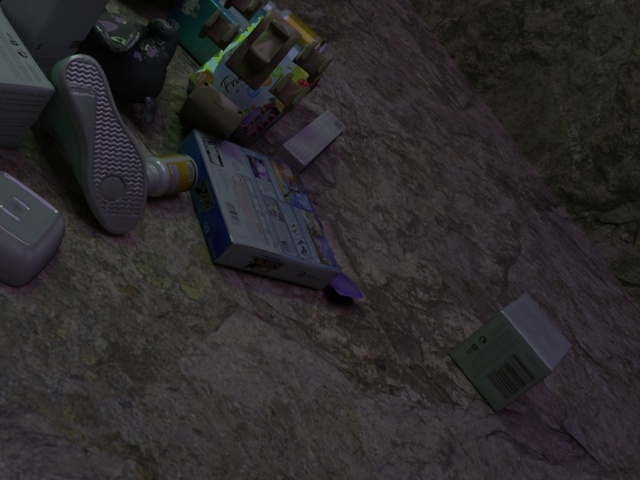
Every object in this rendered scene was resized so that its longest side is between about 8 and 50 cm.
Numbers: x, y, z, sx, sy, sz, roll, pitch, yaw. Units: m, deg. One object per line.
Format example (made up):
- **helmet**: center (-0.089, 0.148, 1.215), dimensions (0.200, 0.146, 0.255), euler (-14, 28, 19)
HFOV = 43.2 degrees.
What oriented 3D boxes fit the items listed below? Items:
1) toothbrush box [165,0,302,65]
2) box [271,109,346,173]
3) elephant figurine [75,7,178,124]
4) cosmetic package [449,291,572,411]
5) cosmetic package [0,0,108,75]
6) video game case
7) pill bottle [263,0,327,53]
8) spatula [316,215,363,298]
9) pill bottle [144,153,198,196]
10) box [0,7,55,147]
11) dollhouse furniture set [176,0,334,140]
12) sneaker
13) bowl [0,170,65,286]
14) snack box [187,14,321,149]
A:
- **toothbrush box**: center (-0.164, -0.424, 1.783), dimensions (0.295, 0.126, 0.216), euler (44, 26, -1)
- **box**: center (-0.025, -0.207, 1.745), dimensions (0.067, 0.063, 0.324), euler (42, 27, -3)
- **elephant figurine**: center (-0.375, -0.337, 1.354), dimensions (0.239, 0.169, 0.186), euler (20, 15, -44)
- **cosmetic package**: center (0.387, 0.221, 1.634), dimensions (0.151, 0.151, 0.183), euler (51, 27, 12)
- **cosmetic package**: center (-0.407, -0.324, 1.194), dimensions (0.085, 0.231, 0.117), euler (48, 28, 5)
- **video game case**: center (-0.109, -0.052, 1.420), dimensions (0.244, 0.061, 0.270), euler (16, 39, -41)
- **pill bottle**: center (-0.080, -0.518, 2.052), dimensions (0.184, 0.103, 0.103), euler (40, 28, -11)
- **spatula**: center (0.000, 0.000, 1.534), dimensions (0.084, 0.030, 0.296), euler (17, 38, -45)
- **pill bottle**: center (-0.253, -0.103, 1.287), dimensions (0.065, 0.065, 0.116), euler (51, 27, 12)
- **box**: center (-0.489, -0.228, 1.073), dimensions (0.181, 0.119, 0.182), euler (54, 28, 16)
- **dollhouse furniture set**: center (-0.140, -0.305, 1.481), dimensions (0.212, 0.242, 0.161), euler (40, -12, -11)
- **sneaker**: center (-0.338, -0.135, 1.184), dimensions (0.094, 0.151, 0.256), euler (-22, 104, -34)
- **bowl**: center (-0.389, -0.024, 1.007), dimensions (0.142, 0.053, 0.142), euler (40, 28, -14)
- **snack box**: center (-0.132, -0.315, 1.610), dimensions (0.174, 0.207, 0.070), euler (46, -17, 0)
